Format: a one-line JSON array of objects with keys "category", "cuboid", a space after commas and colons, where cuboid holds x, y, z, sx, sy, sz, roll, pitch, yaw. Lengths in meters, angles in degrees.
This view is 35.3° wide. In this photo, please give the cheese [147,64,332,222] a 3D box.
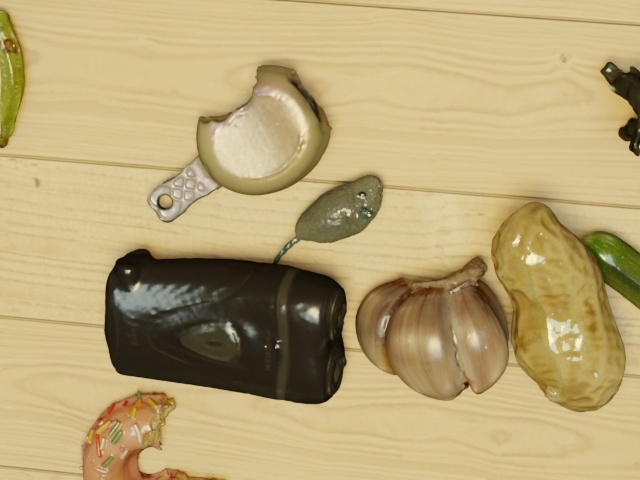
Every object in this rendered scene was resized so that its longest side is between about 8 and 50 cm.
[{"category": "cheese", "cuboid": [-0.123, -0.120, 1.404, 0.286, 0.082, 0.163, -31, 98, 12]}]

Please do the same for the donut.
[{"category": "donut", "cuboid": [-0.271, 0.357, 1.530, 0.199, 0.085, 0.233, -31, 97, 12]}]

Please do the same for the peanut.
[{"category": "peanut", "cuboid": [0.319, 0.093, 1.370, 0.153, 0.140, 0.325, -34, 114, -14]}]

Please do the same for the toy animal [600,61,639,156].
[{"category": "toy animal", "cuboid": [0.467, -0.147, 1.311, 0.245, 0.146, 0.115, 32, 105, -2]}]

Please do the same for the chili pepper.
[{"category": "chili pepper", "cuboid": [-0.444, -0.232, 1.426, 0.048, 0.043, 0.208, -3, 104, -7]}]

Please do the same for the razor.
[{"category": "razor", "cuboid": [-0.134, 0.123, 1.439, 0.349, 0.113, 0.204, 8, 114, 8]}]

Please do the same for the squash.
[{"category": "squash", "cuboid": [0.456, 0.067, 1.407, 0.229, 0.066, 0.066, 40, 103, -5]}]

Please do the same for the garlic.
[{"category": "garlic", "cuboid": [0.157, 0.138, 1.401, 0.214, 0.160, 0.191, -10, 97, 4]}]

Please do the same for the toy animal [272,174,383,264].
[{"category": "toy animal", "cuboid": [-0.009, -0.002, 1.432, 0.253, 0.070, 0.079, -43, 79, 16]}]
